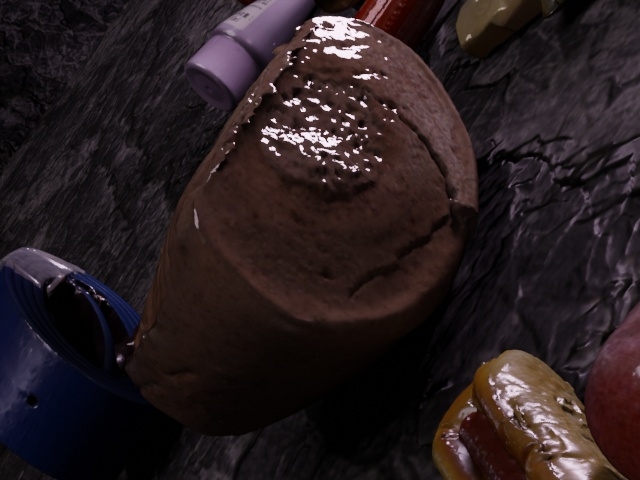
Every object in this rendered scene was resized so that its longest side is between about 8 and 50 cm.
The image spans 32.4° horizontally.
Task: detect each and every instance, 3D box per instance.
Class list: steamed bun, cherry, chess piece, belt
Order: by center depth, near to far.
[{"bbox_3d":[0.175,0.059,0.483,0.126,0.087,0.106,-27,29,46],"label":"cherry"},{"bbox_3d":[0.000,0.000,0.818,0.251,0.199,0.301,-59,5,49],"label":"steamed bun"},{"bbox_3d":[0.150,-0.253,0.995,0.090,0.090,0.200,-41,38,35],"label":"chess piece"},{"bbox_3d":[-0.280,0.129,1.195,0.117,0.212,0.347,-56,26,7],"label":"belt"}]

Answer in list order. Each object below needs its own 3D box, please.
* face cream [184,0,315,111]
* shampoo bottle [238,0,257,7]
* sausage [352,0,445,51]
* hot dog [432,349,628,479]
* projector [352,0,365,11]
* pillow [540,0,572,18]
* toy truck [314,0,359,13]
[{"bbox_3d":[-0.070,-0.302,1.525,0.274,0.096,0.154,-50,16,-18],"label":"face cream"},{"bbox_3d":[-0.048,-0.488,1.687,0.278,0.104,0.104,-52,22,14],"label":"shampoo bottle"},{"bbox_3d":[0.044,-0.178,1.108,0.274,0.074,0.074,-56,22,5],"label":"sausage"},{"bbox_3d":[0.112,0.128,0.549,0.084,0.073,0.242,-58,21,13],"label":"hot dog"},{"bbox_3d":[0.082,-0.320,1.239,0.115,0.061,0.147,-59,22,-8],"label":"projector"},{"bbox_3d":[0.242,-0.266,0.853,0.203,0.038,0.113,-42,26,32],"label":"pillow"},{"bbox_3d":[-0.016,-0.376,1.163,0.288,0.211,0.204,-46,24,18],"label":"toy truck"}]
